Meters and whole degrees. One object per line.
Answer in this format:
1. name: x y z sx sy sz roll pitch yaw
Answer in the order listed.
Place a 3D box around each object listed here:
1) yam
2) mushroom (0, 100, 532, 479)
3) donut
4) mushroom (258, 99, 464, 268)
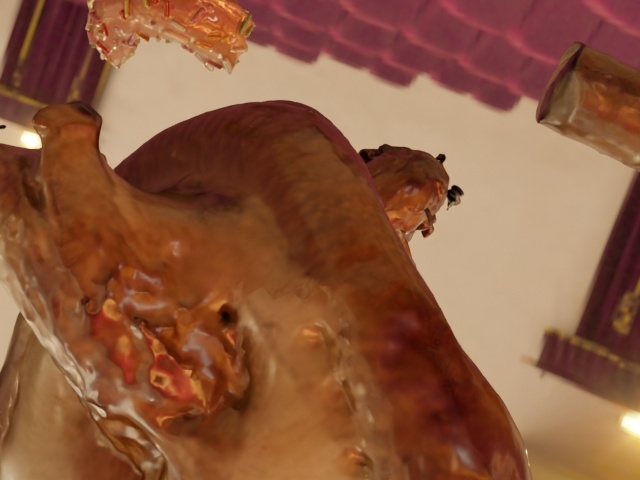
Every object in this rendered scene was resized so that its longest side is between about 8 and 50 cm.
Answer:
1. yam: 0.253 -0.006 0.577 0.327 0.045 0.045 23 -171 -2
2. mushroom: -0.068 0.099 0.679 0.345 0.345 0.260 24 -175 33
3. donut: -0.151 -0.202 1.170 0.166 0.065 0.117 -2 155 28
4. mushroom: -0.001 0.002 1.161 0.283 0.263 0.195 -19 174 -35
